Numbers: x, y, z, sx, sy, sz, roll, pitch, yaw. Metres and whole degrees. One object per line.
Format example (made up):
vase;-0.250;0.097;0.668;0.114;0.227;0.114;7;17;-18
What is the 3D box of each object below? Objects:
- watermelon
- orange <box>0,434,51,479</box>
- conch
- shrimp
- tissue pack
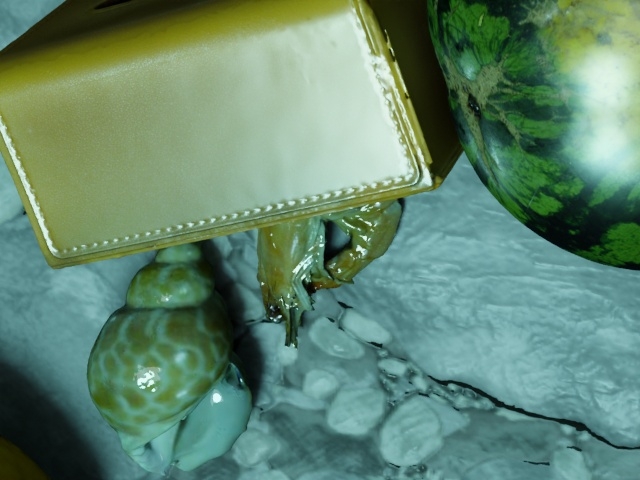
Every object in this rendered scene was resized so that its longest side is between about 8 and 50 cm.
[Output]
watermelon;0.187;-0.120;1.022;0.269;0.269;0.269;9;121;16
orange;-0.350;0.284;1.407;0.293;0.340;0.340;29;124;4
conch;-0.114;0.093;1.352;0.116;0.106;0.173;-17;132;5
shrimp;0.000;0.000;1.297;0.099;0.041;0.180;12;122;-3
tissue pack;-0.045;-0.104;1.154;0.275;0.194;0.145;-12;113;26
